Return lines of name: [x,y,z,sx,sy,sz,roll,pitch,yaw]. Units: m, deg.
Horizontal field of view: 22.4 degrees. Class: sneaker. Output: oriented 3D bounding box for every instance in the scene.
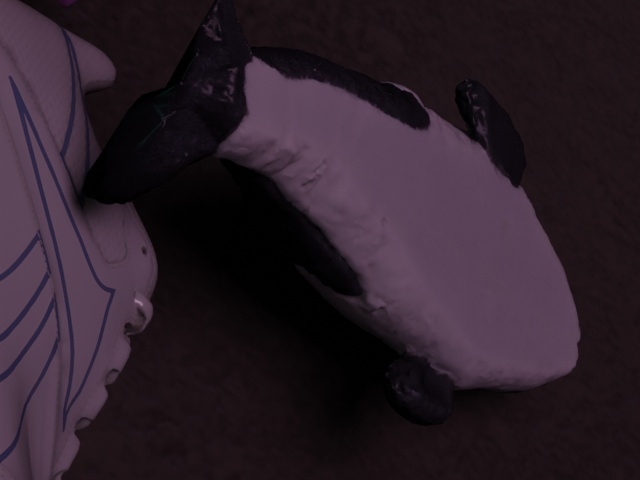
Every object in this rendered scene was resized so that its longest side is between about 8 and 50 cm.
sneaker: [-0.112,0.030,0.571,0.129,0.111,0.297,12,63,-39]

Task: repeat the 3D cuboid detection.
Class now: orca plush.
orca plush: [0.000,0.000,0.675,0.287,0.102,0.151,13,77,-52]

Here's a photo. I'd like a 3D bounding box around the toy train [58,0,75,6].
toy train: [-0.132,-0.159,0.628,0.125,0.046,0.166,36,23,-43]
